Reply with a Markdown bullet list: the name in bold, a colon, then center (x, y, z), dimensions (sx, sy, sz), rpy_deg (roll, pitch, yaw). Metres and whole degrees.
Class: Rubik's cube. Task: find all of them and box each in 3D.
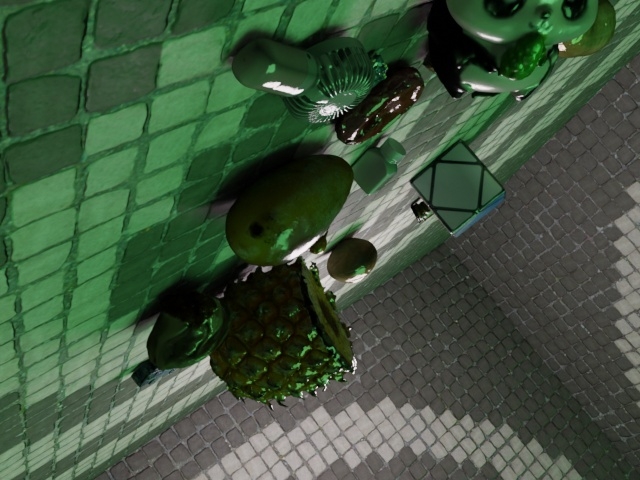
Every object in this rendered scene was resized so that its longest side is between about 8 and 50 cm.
- **Rubik's cube**: center (0.418, -0.151, 2.008), dimensions (0.205, 0.207, 0.205), rpy_deg (-39, 167, 9)

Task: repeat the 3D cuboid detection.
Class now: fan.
- **fan**: center (-0.021, -0.212, 0.846), dimensions (0.130, 0.074, 0.244), rpy_deg (-32, 167, 28)

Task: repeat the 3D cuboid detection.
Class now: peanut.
- **peanut**: center (0.564, -0.471, 1.460), dimensions (0.253, 0.122, 0.137), rpy_deg (-22, 151, -40)

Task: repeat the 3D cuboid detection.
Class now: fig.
- **fig**: center (0.000, 0.000, 1.758), dimensions (0.083, 0.050, 0.050), rpy_deg (-55, 173, -18)

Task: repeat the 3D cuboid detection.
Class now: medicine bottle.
- **medicine bottle**: center (0.126, -0.163, 1.429), dimensions (0.118, 0.074, 0.055), rpy_deg (-47, 165, 32)

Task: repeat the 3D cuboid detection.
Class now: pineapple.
- **pineapple**: center (-0.096, 0.222, 1.569), dimensions (0.300, 0.352, 0.352), rpy_deg (-23, 172, 15)

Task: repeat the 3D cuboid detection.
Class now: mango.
- **mango**: center (-0.039, -0.062, 1.168), dimensions (0.316, 0.146, 0.193), rpy_deg (-35, 177, -46)

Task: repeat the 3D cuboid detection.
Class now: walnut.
- **walnut**: center (0.098, 0.062, 2.049), dimensions (0.162, 0.140, 0.140), rpy_deg (-50, 172, -18)

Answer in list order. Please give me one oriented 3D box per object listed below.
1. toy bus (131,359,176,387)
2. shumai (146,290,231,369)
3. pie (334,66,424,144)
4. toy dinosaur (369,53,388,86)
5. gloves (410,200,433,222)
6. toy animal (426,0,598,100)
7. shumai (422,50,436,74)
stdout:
- **toy bus**: center (-0.418, 0.328, 1.746), dimensions (0.065, 0.047, 0.166), rpy_deg (-50, 165, 28)
- **shumai**: center (-0.282, 0.164, 1.354), dimensions (0.201, 0.201, 0.120), rpy_deg (-35, 126, -13)
- **pie**: center (0.101, -0.233, 1.156), dimensions (0.182, 0.049, 0.182), rpy_deg (-34, 172, -5)
- **toy dinosaur**: center (0.078, -0.259, 1.035), dimensions (0.047, 0.030, 0.083), rpy_deg (-35, 167, -11)
- **gloves**: center (0.430, -0.160, 2.281), dimensions (0.268, 0.107, 0.135), rpy_deg (-43, -162, 13)
- **toy animal**: center (0.267, -0.321, 0.931), dimensions (0.213, 0.212, 0.266), rpy_deg (-35, 171, -14)
- **shumai**: center (0.258, -0.325, 1.146), dimensions (0.145, 0.146, 0.116), rpy_deg (-10, 126, -66)
